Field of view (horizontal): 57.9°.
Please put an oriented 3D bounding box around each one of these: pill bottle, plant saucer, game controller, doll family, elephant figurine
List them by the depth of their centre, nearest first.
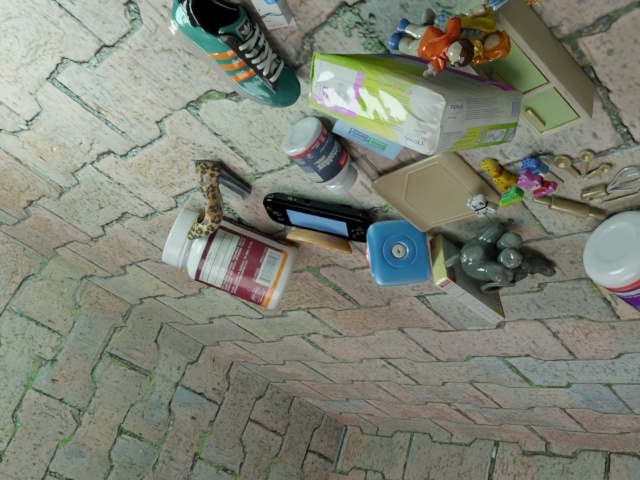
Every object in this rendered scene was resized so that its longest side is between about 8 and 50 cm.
[{"bbox_3d":[0.229,-0.350,0.835,0.118,0.263,0.163,4,-157,-47],"label":"doll family"},{"bbox_3d":[0.759,0.081,1.290,0.323,0.181,0.181,30,150,-19],"label":"pill bottle"},{"bbox_3d":[0.006,-0.193,1.357,0.108,0.108,0.180,-8,143,41],"label":"pill bottle"},{"bbox_3d":[0.471,0.068,1.499,0.186,0.169,0.239,36,-178,36],"label":"elephant figurine"},{"bbox_3d":[-0.005,-0.061,1.643,0.319,0.067,0.166,13,151,13],"label":"game controller"},{"bbox_3d":[0.000,0.000,1.712,0.200,0.037,0.200,14,178,1],"label":"plant saucer"},{"bbox_3d":[-0.288,0.055,1.859,0.392,0.224,0.224,22,152,-5],"label":"pill bottle"}]

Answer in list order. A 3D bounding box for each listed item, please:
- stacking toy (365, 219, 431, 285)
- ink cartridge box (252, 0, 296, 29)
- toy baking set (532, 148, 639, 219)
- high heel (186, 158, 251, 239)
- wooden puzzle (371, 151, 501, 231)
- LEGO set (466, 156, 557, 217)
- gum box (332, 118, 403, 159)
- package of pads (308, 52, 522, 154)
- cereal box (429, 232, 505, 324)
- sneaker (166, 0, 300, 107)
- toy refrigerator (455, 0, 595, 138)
[{"bbox_3d":[0.197,0.054,1.655,0.165,0.175,0.302,-6,170,-4],"label":"stacking toy"},{"bbox_3d":[-0.086,-0.427,1.083,0.048,0.028,0.083,2,148,31],"label":"ink cartridge box"},{"bbox_3d":[0.580,-0.107,1.229,0.256,0.030,0.197,18,152,3],"label":"toy baking set"},{"bbox_3d":[-0.349,-0.117,1.658,0.261,0.093,0.186,-40,128,20],"label":"high heel"},{"bbox_3d":[0.277,-0.119,1.395,0.221,0.044,0.238,36,143,-27],"label":"wooden puzzle"},{"bbox_3d":[0.396,-0.133,1.248,0.093,0.087,0.227,32,156,-15],"label":"LEGO set"},{"bbox_3d":[0.128,-0.262,1.227,0.157,0.041,0.184,24,151,-8],"label":"gum box"},{"bbox_3d":[0.147,-0.238,0.957,0.296,0.229,0.101,32,124,39],"label":"package of pads"},{"bbox_3d":[0.396,0.105,1.571,0.240,0.173,0.047,34,126,-24],"label":"cereal box"},{"bbox_3d":[-0.153,-0.376,1.132,0.302,0.108,0.121,32,154,-19],"label":"sneaker"},{"bbox_3d":[0.344,-0.294,0.978,0.269,0.094,0.102,35,148,-27],"label":"toy refrigerator"}]
